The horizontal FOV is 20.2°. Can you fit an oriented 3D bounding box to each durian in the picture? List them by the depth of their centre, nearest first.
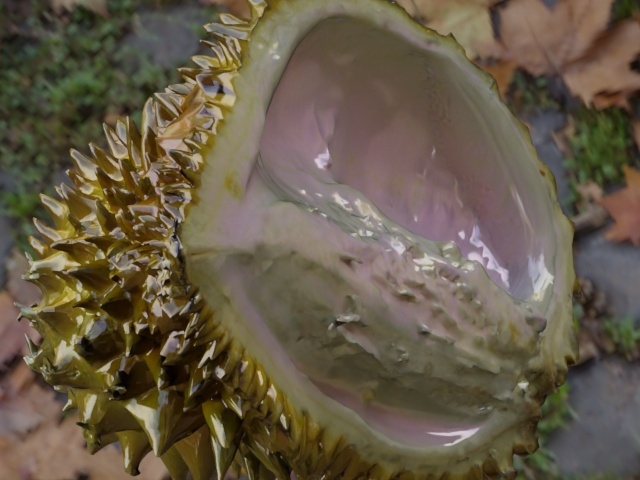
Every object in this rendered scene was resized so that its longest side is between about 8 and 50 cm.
[{"bbox_3d":[-0.006,0.010,0.668,0.138,0.249,0.183,-37,57,36],"label":"durian"}]
